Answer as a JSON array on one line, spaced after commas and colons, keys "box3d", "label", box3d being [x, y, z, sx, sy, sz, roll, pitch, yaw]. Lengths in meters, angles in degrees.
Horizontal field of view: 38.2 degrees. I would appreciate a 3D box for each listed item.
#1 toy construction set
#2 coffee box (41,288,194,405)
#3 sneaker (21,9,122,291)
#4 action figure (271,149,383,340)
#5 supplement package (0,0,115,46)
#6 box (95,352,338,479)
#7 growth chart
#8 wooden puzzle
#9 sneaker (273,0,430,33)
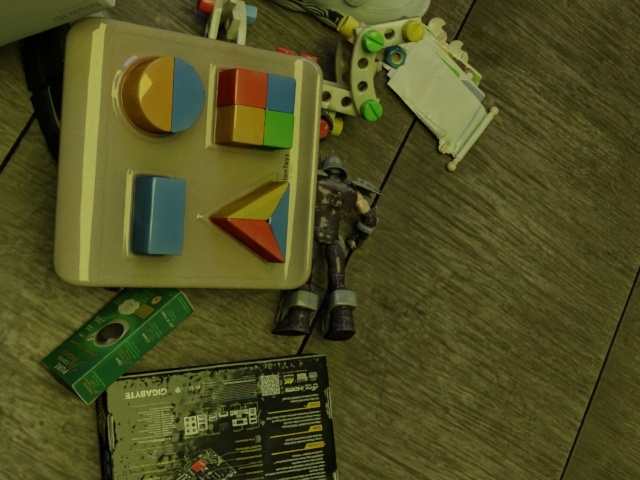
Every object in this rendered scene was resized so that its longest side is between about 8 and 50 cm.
[{"box3d": [-0.029, -0.264, 1.340, 0.327, 0.151, 0.215, 16, 108, -9], "label": "toy construction set"}, {"box3d": [-0.266, 0.126, 1.209, 0.184, 0.113, 0.040, -43, 123, -24], "label": "coffee box"}, {"box3d": [-0.236, -0.177, 1.257, 0.257, 0.169, 0.448, -17, 99, -32], "label": "sneaker"}, {"box3d": [0.000, 0.000, 1.358, 0.185, 0.099, 0.285, 10, 75, -15], "label": "action figure"}, {"box3d": [-0.372, -0.355, 1.068, 0.145, 0.261, 0.204, 32, 54, -54], "label": "supplement package"}, {"box3d": [-0.136, 0.297, 1.265, 0.321, 0.079, 0.257, -4, 86, -24], "label": "box"}, {"box3d": [0.194, -0.255, 1.514, 0.172, 0.021, 0.237, -45, 102, -23], "label": "growth chart"}, {"box3d": [-0.148, -0.098, 1.167, 0.347, 0.080, 0.322, 3, 91, -32], "label": "wooden puzzle"}, {"box3d": [0.032, -0.415, 1.359, 0.365, 0.210, 0.138, 11, 79, -22], "label": "sneaker"}]
